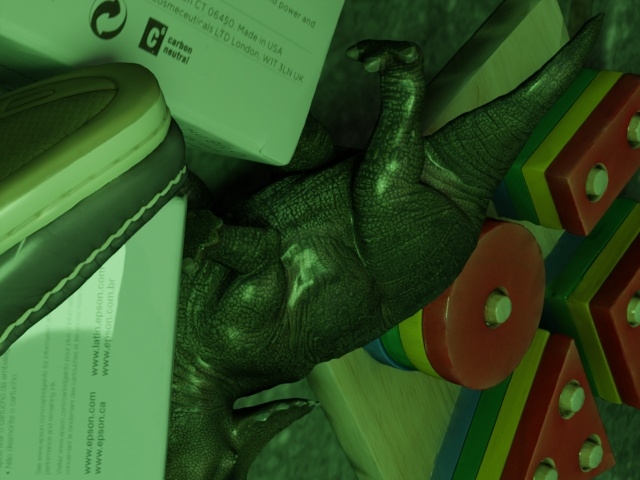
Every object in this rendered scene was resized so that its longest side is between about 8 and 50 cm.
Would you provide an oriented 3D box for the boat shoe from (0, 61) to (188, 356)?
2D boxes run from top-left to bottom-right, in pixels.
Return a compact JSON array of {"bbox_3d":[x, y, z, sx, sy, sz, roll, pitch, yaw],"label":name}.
[{"bbox_3d":[-0.153,0.053,0.478,0.285,0.103,0.092,-38,116,-5],"label":"boat shoe"}]

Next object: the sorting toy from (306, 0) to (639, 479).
[{"bbox_3d":[0.117,0.036,0.860,0.255,0.089,0.257,-49,133,-28],"label":"sorting toy"}]

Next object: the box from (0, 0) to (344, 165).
[{"bbox_3d":[-0.080,-0.143,0.561,0.181,0.119,0.181,23,84,-49],"label":"box"}]

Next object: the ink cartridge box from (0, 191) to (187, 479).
[{"bbox_3d":[-0.168,0.083,0.554,0.224,0.045,0.223,2,100,-20],"label":"ink cartridge box"}]

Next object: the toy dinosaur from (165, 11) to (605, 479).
[{"bbox_3d":[0.000,0.000,0.687,0.313,0.121,0.160,-43,136,-17],"label":"toy dinosaur"}]
